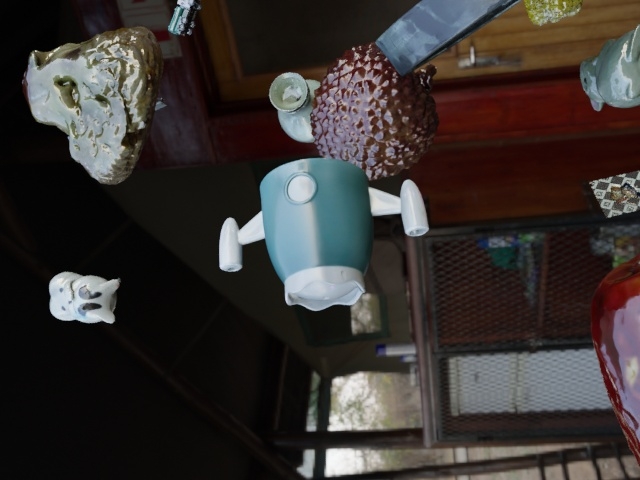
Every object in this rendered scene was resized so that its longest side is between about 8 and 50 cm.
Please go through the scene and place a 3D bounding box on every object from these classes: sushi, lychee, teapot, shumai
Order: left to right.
[{"bbox_3d":[-0.488,-0.309,1.363,0.217,0.283,0.345,176,112,-77],"label":"shumai"},{"bbox_3d":[-0.055,-0.381,1.829,0.251,0.184,0.183,14,-108,-74],"label":"teapot"},{"bbox_3d":[0.116,-0.261,1.308,0.264,0.300,0.264,49,178,2],"label":"lychee"},{"bbox_3d":[0.725,-0.105,1.562,0.026,0.126,0.120,63,-163,-49],"label":"sushi"}]

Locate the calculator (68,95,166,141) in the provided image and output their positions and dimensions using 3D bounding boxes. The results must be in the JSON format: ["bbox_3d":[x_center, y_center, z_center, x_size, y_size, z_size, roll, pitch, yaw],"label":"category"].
[{"bbox_3d":[-0.537,-0.319,1.731,0.161,0.262,0.021,-134,19,-78],"label":"calculator"}]

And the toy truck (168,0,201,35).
[{"bbox_3d":[-0.276,-0.457,1.323,0.083,0.044,0.039,-67,-15,11],"label":"toy truck"}]

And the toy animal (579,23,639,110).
[{"bbox_3d":[0.481,-0.268,1.081,0.138,0.108,0.236,-59,7,-7],"label":"toy animal"}]

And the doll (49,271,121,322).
[{"bbox_3d":[-0.531,0.128,1.457,0.107,0.181,0.110,-1,-88,-47],"label":"doll"}]

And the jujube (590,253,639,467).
[{"bbox_3d":[0.402,0.156,0.643,0.318,0.223,0.223,60,-172,1],"label":"jujube"}]

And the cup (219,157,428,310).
[{"bbox_3d":[0.000,0.000,0.908,0.167,0.300,0.173,51,-150,-63],"label":"cup"}]

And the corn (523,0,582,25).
[{"bbox_3d":[0.419,-0.580,1.217,0.131,0.131,0.344,-52,-50,-78],"label":"corn"}]

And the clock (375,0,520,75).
[{"bbox_3d":[0.266,-0.393,1.029,0.076,0.386,0.386,56,-167,-6],"label":"clock"}]
